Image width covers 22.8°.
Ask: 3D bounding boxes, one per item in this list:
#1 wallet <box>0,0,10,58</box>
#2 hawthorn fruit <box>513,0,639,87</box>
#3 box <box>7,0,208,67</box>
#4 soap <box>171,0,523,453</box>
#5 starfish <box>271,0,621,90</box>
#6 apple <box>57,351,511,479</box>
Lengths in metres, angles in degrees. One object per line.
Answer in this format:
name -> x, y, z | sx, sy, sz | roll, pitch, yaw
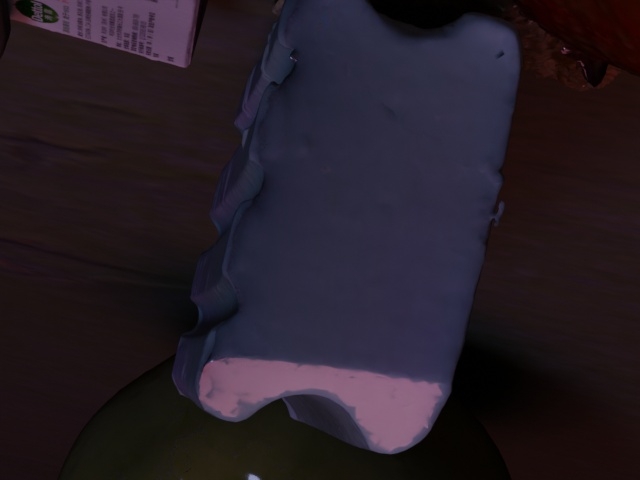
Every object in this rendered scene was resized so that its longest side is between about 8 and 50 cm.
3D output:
wallet -> -0.176, -0.144, 0.655 | 0.118, 0.039, 0.152 | 37, 161, 6
hawthorn fruit -> 0.128, -0.128, 0.368 | 0.181, 0.181, 0.235 | 14, 155, 2
box -> -0.089, -0.128, 0.676 | 0.089, 0.043, 0.125 | 16, 159, -4
soap -> 0.000, 0.000, 0.713 | 0.095, 0.172, 0.289 | 14, 174, -6
starfish -> 0.104, -0.100, 0.599 | 0.295, 0.048, 0.231 | 14, 162, 18
apple -> -0.012, 0.232, 1.141 | 0.357, 0.357, 0.357 | 13, 159, 5
